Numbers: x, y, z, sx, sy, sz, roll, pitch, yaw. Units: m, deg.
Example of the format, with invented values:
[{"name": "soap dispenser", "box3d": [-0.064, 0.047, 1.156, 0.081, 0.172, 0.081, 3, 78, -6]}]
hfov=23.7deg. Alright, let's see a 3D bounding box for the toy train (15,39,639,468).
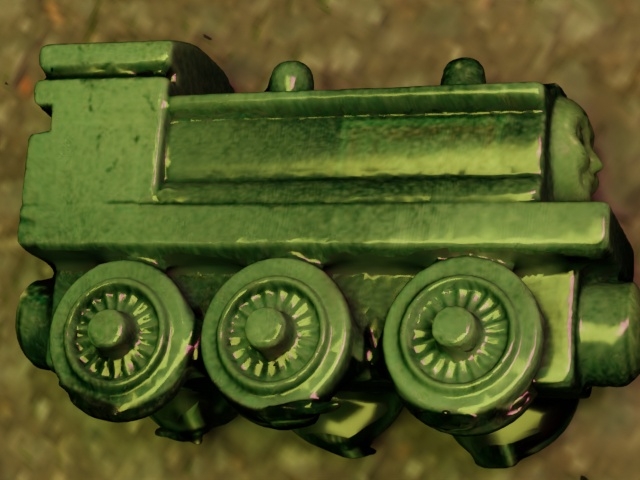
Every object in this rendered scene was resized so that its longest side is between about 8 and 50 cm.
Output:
[{"name": "toy train", "box3d": [0.000, 0.000, 0.400, 0.170, 0.071, 0.111, 0, 78, 19]}]
